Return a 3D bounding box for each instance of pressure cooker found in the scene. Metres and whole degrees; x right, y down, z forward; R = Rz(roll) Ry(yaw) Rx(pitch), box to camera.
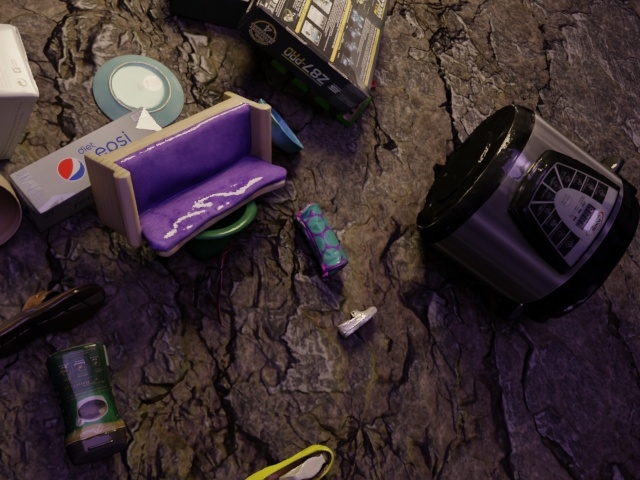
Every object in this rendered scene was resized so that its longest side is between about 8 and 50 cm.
[{"bbox_3d":[0.476,-0.049,1.366,0.420,0.370,0.376,36,42,-7],"label":"pressure cooker"}]

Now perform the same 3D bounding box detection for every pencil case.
[{"bbox_3d":[0.000,0.000,1.310,0.070,0.064,0.152,-18,75,-45],"label":"pencil case"}]

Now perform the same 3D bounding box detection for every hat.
[{"bbox_3d":[-0.217,0.018,1.232,0.172,0.184,0.208,16,39,18],"label":"hat"}]

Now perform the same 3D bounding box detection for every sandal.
[{"bbox_3d":[-0.475,0.126,1.049,0.219,0.090,0.060,-29,60,-24],"label":"sandal"}]

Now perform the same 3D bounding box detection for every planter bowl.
[{"bbox_3d":[-0.598,-0.072,1.038,0.162,0.162,0.109,-12,47,-27],"label":"planter bowl"}]

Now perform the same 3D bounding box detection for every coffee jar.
[{"bbox_3d":[-0.383,0.268,1.017,0.096,0.079,0.184,-10,72,-30],"label":"coffee jar"}]

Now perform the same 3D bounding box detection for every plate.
[{"bbox_3d":[-0.381,-0.318,1.305,0.188,0.024,0.188,9,65,-19],"label":"plate"}]

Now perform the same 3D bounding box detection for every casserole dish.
[{"bbox_3d":[-0.093,-0.240,1.333,0.037,0.188,0.114,-37,83,9],"label":"casserole dish"}]

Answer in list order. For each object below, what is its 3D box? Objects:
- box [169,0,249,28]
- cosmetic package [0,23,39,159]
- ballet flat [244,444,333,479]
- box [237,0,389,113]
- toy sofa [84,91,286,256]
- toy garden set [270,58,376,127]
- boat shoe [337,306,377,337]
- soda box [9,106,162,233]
[{"bbox_3d":[-0.213,-0.606,1.457,0.261,0.103,0.184,7,63,-22],"label":"box"},{"bbox_3d":[-0.682,-0.226,0.974,0.385,0.217,0.156,-11,72,-45],"label":"cosmetic package"},{"bbox_3d":[-0.069,0.429,1.086,0.231,0.077,0.077,-24,80,-30],"label":"ballet flat"},{"bbox_3d":[0.004,-0.535,1.437,0.318,0.097,0.395,32,52,-25],"label":"box"},{"bbox_3d":[-0.230,-0.135,1.155,0.177,0.150,0.362,27,44,29],"label":"toy sofa"},{"bbox_3d":[0.033,-0.425,1.517,0.244,0.049,0.204,38,59,-4],"label":"toy garden set"},{"bbox_3d":[0.076,0.162,1.292,0.100,0.035,0.035,-35,88,-25],"label":"boat shoe"},{"bbox_3d":[-0.427,-0.136,1.161,0.286,0.098,0.091,-39,88,-31],"label":"soda box"}]
